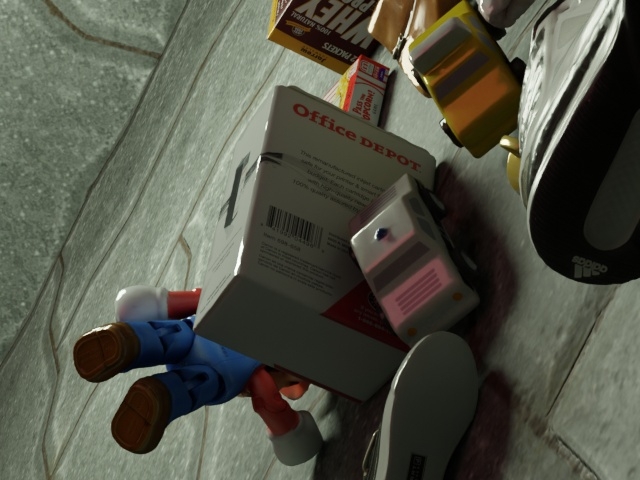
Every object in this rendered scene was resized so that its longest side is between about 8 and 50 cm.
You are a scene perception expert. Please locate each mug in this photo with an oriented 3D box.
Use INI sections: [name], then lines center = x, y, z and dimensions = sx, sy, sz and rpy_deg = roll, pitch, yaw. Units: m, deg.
[mug]
center = 0.194, -0.059, 1.544
dimensions = 0.064, 0.078, 0.062
rpy_deg = -151, 59, -65

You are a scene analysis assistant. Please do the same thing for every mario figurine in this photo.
[mario figurine]
center = -0.109, 0.141, 1.868
dimensions = 0.170, 0.320, 0.198
rpy_deg = 1, 96, 42

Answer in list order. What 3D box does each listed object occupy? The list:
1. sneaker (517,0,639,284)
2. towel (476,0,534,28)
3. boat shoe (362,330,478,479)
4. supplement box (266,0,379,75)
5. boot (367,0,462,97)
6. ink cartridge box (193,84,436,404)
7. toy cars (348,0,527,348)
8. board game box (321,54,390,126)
[sneaker]
center = 0.260, -0.210, 1.368
dimensions = 0.447, 0.169, 0.257
rpy_deg = -62, 18, 21
[towel]
center = 0.214, -0.420, 1.756
dimensions = 0.317, 0.053, 0.332
rpy_deg = -49, 40, 32
[boat shoe]
center = 0.073, 0.184, 1.563
dimensions = 0.070, 0.078, 0.219
rpy_deg = -22, 47, 66
[supplement box]
center = 0.038, -0.356, 2.363
dimensions = 0.194, 0.129, 0.191
rpy_deg = -53, 20, 37
[boot]
center = 0.148, -0.282, 1.955
dimensions = 0.264, 0.096, 0.280
rpy_deg = 49, 128, 43
[ink cartridge box]
center = 0.000, 0.000, 1.843
dimensions = 0.114, 0.197, 0.273
rpy_deg = -49, 22, 44
[toy cars]
center = 0.103, -0.083, 1.733
dimensions = 0.176, 0.087, 0.393
rpy_deg = -5, 57, 43
[board game box]
center = 0.013, -0.119, 2.252
dimensions = 0.193, 0.045, 0.146
rpy_deg = -46, 25, 51
